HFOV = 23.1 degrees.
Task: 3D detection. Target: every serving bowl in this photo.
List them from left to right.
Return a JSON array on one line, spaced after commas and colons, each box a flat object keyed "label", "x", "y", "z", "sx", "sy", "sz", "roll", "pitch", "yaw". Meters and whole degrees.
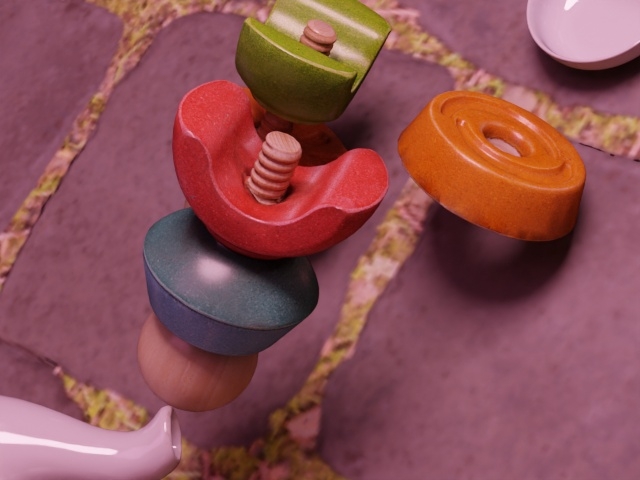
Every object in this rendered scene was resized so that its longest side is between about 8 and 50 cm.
[{"label": "serving bowl", "x": 0.157, "y": -0.126, "z": 0.860, "sx": 0.083, "sy": 0.027, "sz": 0.083, "roll": -14, "pitch": 56, "yaw": 22}]

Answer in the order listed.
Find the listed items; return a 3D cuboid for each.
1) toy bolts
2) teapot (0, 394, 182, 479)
[{"label": "toy bolts", "x": 0.000, "y": 0.000, "z": 0.803, "sx": 0.218, "sy": 0.228, "sz": 0.158, "roll": 29, "pitch": 121, "yaw": 7}, {"label": "teapot", "x": -0.204, "y": 0.203, "z": 0.772, "sx": 0.187, "sy": 0.256, "sz": 0.252, "roll": 30, "pitch": 51, "yaw": 1}]
